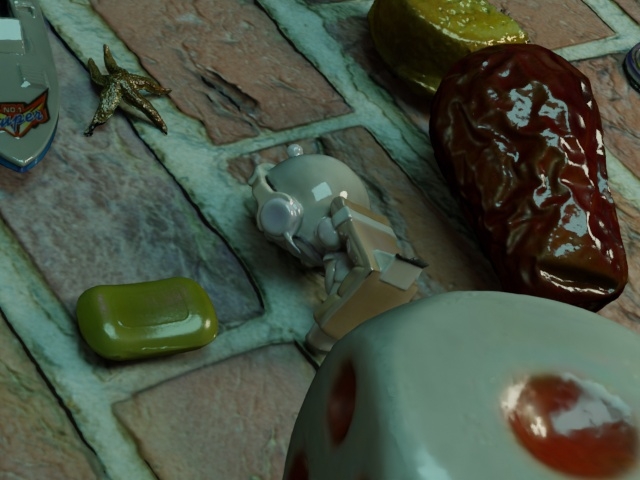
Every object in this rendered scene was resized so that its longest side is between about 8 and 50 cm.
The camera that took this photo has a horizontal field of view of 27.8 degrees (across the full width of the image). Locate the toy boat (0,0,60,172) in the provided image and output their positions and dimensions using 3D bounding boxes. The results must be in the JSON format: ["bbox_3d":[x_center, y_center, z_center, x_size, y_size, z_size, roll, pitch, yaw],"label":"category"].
[{"bbox_3d":[-0.348,-0.181,1.407,0.129,0.088,0.295,-2,49,-25],"label":"toy boat"}]

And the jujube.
[{"bbox_3d":[0.243,-0.065,1.481,0.216,0.216,0.342,1,62,-23],"label":"jujube"}]

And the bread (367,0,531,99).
[{"bbox_3d":[0.148,-0.268,1.667,0.139,0.143,0.229,-24,59,-39],"label":"bread"}]

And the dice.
[{"bbox_3d":[0.146,0.236,1.059,0.304,0.304,0.277,8,47,-17],"label":"dice"}]

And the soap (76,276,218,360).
[{"bbox_3d":[-0.170,0.077,1.266,0.140,0.045,0.089,-6,48,-26],"label":"soap"}]

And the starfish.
[{"bbox_3d":[-0.229,-0.165,1.479,0.133,0.041,0.130,28,45,5],"label":"starfish"}]

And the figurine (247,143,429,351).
[{"bbox_3d":[0.002,-0.003,1.372,0.162,0.141,0.237,16,32,-52],"label":"figurine"}]

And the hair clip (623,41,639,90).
[{"bbox_3d":[0.505,-0.252,1.884,0.116,0.049,0.172,34,51,30],"label":"hair clip"}]
